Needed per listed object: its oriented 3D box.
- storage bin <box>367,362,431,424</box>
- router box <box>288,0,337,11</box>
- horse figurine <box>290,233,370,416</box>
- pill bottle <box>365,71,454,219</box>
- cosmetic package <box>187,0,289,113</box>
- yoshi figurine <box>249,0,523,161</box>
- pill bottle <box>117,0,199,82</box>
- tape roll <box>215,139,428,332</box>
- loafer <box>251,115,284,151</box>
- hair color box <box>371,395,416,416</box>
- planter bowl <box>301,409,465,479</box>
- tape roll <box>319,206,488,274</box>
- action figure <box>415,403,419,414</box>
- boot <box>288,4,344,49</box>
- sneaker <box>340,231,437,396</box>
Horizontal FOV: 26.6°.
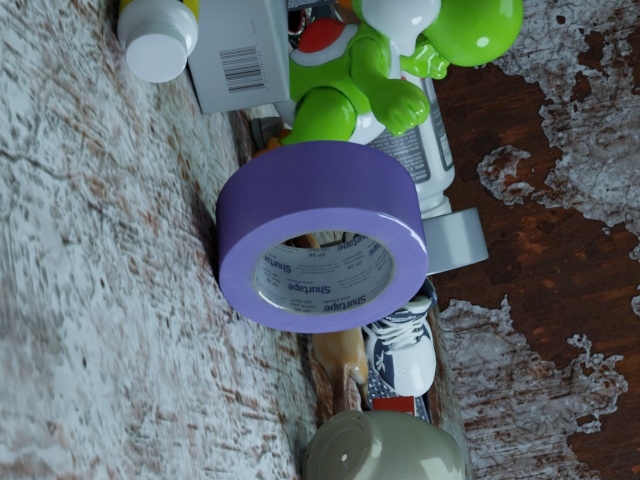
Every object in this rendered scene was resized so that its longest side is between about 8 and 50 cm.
[{"bbox_3d":[0.095,0.174,1.922,0.122,0.084,0.180,-88,162,-59],"label":"storage bin"},{"bbox_3d":[-0.039,-0.317,1.677,0.092,0.123,0.038,-88,167,-60],"label":"router box"},{"bbox_3d":[0.017,0.118,1.577,0.263,0.066,0.174,-99,178,-45],"label":"horse figurine"},{"bbox_3d":[0.136,-0.164,2.388,0.176,0.176,0.318,-74,149,-73],"label":"pill bottle"},{"bbox_3d":[-0.107,-0.357,1.301,0.284,0.098,0.377,-89,169,-53],"label":"cosmetic package"},{"bbox_3d":[0.086,-0.176,1.449,0.203,0.362,0.203,18,21,-48],"label":"yoshi figurine"},{"bbox_3d":[-0.129,-0.179,1.083,0.116,0.065,0.065,-95,168,-46],"label":"pill bottle"},{"bbox_3d":[0.000,0.000,1.229,0.189,0.189,0.080,66,14,-50],"label":"tape roll"},{"bbox_3d":[-0.045,-0.100,1.580,0.125,0.039,0.045,65,14,-53],"label":"loafer"},{"bbox_3d":[0.090,0.253,1.569,0.167,0.053,0.093,76,10,-61],"label":"hair color box"},{"bbox_3d":[0.051,0.237,1.378,0.109,0.162,0.162,39,30,-32],"label":"planter bowl"},{"bbox_3d":[0.110,0.014,1.813,0.219,0.219,0.072,-13,89,-81],"label":"tape roll"},{"bbox_3d":[0.149,0.356,2.062,0.137,0.064,0.232,56,19,-72],"label":"action figure"},{"bbox_3d":[-0.026,-0.294,1.863,0.178,0.085,0.236,-83,152,-60],"label":"boot"},{"bbox_3d":[0.091,0.097,1.613,0.153,0.094,0.234,-115,-166,-75],"label":"sneaker"}]
